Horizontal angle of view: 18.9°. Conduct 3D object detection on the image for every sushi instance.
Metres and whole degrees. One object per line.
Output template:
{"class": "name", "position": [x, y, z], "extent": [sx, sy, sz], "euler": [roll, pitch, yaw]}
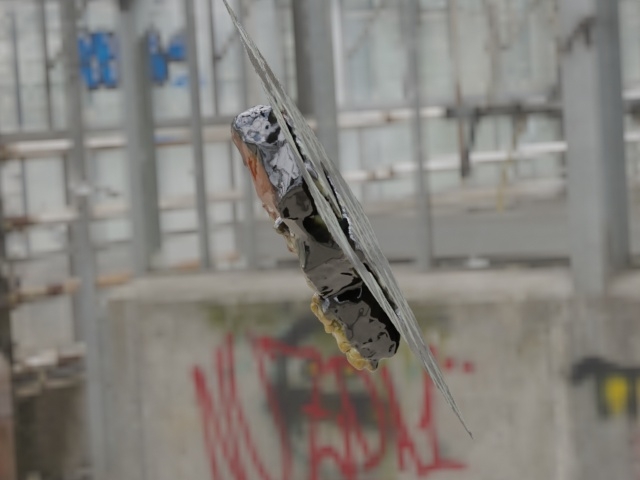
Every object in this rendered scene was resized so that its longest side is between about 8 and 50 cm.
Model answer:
{"class": "sushi", "position": [0.000, 0.000, 1.116], "extent": [0.043, 0.193, 0.279], "euler": [-28, -32, 5]}
